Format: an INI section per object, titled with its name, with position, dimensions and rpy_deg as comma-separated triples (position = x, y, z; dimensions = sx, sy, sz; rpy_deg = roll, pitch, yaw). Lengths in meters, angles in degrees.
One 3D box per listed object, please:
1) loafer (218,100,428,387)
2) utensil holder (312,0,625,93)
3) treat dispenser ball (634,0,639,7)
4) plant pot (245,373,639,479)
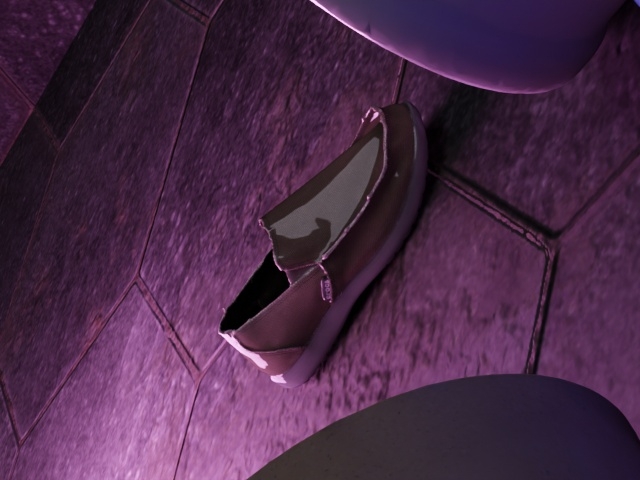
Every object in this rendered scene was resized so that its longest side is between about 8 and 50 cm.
[loafer]
position = 0.000, 0.000, 1.236
dimensions = 0.251, 0.087, 0.094
rpy_deg = -62, 22, 16
[utensil holder]
position = 0.137, -0.334, 0.920
dimensions = 0.385, 0.327, 0.328
rpy_deg = -52, 27, 31
[treat dispenser ball]
position = 0.230, -0.182, 0.590
dimensions = 0.288, 0.288, 0.288
rpy_deg = -50, 28, 39
[plant pot]
position = 0.089, 0.240, 0.639
dimensions = 0.256, 0.256, 0.274
rpy_deg = -58, 41, 24
